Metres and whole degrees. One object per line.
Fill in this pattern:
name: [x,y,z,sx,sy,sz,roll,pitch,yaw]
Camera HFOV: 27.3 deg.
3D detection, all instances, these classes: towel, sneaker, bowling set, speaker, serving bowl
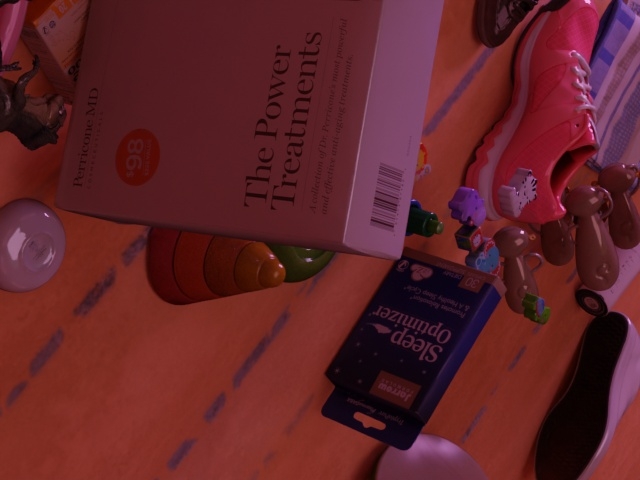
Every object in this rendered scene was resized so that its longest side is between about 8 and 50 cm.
towel: [0.420,-0.193,1.819,0.285,0.034,0.209,23,96,-52]
sneaker: [0.301,-0.157,1.639,0.116,0.136,0.314,30,80,-52]
bowling set: [0.345,-0.038,1.747,0.287,0.200,0.154,-17,121,3]
speaker: [0.433,0.048,1.938,0.136,0.055,0.055,-46,135,-29]
sneaker: [0.415,0.258,1.956,0.123,0.106,0.290,42,70,-46]
sneaker: [0.246,-0.315,1.563,0.066,0.071,0.188,27,82,-51]
serving bowl: [-0.250,0.007,1.134,0.083,0.027,0.083,-20,118,-44]

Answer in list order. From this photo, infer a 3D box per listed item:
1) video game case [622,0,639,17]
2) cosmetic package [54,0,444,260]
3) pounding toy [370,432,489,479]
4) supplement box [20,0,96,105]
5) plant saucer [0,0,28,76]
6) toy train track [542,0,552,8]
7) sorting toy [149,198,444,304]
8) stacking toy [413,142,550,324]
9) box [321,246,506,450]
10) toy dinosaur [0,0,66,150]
video game case: [0.445,-0.268,1.860,0.143,0.019,0.157,9,97,-51]
cosmetic package: [-0.048,-0.188,1.049,0.097,0.284,0.377,15,83,-56]
pounding toy: [0.121,0.368,1.638,0.182,0.110,0.237,17,51,-23]
supplement box: [-0.209,-0.168,1.108,0.062,0.036,0.098,-52,137,-24]
plant saucer: [-0.352,-0.196,0.891,0.332,0.084,0.332,-23,121,-43]
toy train track: [0.314,-0.309,1.693,0.083,0.014,0.048,-30,125,-39]
sorting toy: [0.000,0.000,1.351,0.365,0.126,0.127,-13,113,-46]
stacking toy: [0.181,-0.007,1.529,0.052,0.167,0.221,-43,132,-31]
box: [0.100,0.120,1.504,0.225,0.136,0.036,-58,140,-18]
toy dinosaur: [-0.263,-0.132,0.911,0.268,0.064,0.118,9,104,-48]
